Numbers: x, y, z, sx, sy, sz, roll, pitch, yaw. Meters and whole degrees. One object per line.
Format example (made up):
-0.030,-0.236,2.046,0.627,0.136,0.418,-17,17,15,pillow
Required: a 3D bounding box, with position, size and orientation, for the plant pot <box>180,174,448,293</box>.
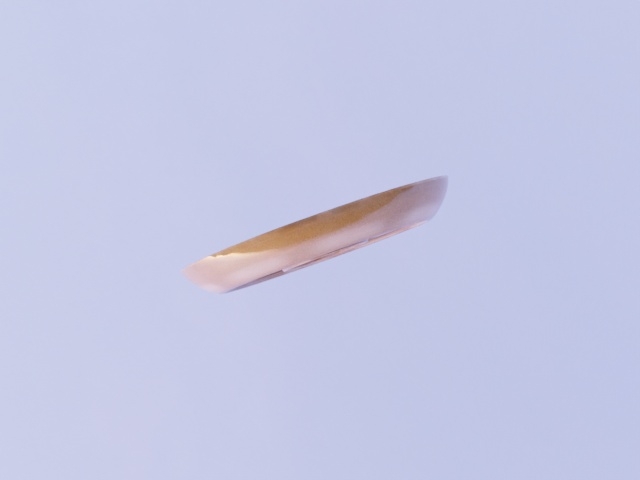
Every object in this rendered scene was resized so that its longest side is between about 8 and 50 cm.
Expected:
0.000,0.000,1.148,0.236,0.236,0.032,-20,-92,3,plant pot
